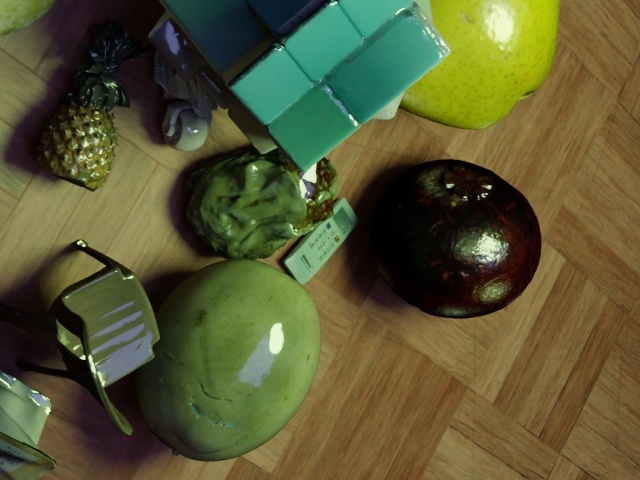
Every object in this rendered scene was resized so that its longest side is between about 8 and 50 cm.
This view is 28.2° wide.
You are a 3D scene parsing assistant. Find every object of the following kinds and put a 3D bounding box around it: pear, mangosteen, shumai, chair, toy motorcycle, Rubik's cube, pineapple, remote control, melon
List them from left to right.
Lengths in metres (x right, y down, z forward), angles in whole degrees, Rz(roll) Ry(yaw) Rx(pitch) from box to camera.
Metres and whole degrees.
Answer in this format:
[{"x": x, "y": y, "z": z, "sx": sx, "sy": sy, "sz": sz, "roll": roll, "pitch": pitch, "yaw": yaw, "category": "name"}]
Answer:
[{"x": -0.331, "y": -0.202, "z": 1.848, "sx": 0.125, "sy": 0.125, "sz": 0.251, "roll": 26, "pitch": 77, "yaw": -37, "category": "pineapple"}, {"x": -0.307, "y": 0.133, "z": 1.792, "sx": 0.183, "sy": 0.326, "sz": 0.175, "roll": -32, "pitch": 118, "yaw": -28, "category": "chair"}, {"x": -0.192, "y": -0.261, "z": 1.937, "sx": 0.112, "sy": 0.112, "sz": 0.254, "roll": 0, "pitch": 98, "yaw": -37, "category": "toy motorcycle"}, {"x": -0.145, "y": 0.189, "z": 1.963, "sx": 0.268, "sy": 0.268, "sz": 0.330, "roll": 30, "pitch": 87, "yaw": -37, "category": "melon"}, {"x": -0.065, "y": -0.060, "z": 2.012, "sx": 0.256, "sy": 0.218, "sz": 0.189, "roll": -27, "pitch": 109, "yaw": -34, "category": "shumai"}, {"x": -0.017, "y": -0.316, "z": 1.803, "sx": 0.387, "sy": 0.368, "sz": 0.358, "roll": -38, "pitch": 113, "yaw": 3, "category": "Rubik's cube"}, {"x": 0.000, "y": 0.000, "z": 2.184, "sx": 0.162, "sy": 0.029, "sz": 0.061, "roll": -49, "pitch": 125, "yaw": -25, "category": "remote control"}, {"x": 0.200, "y": -0.382, "z": 2.059, "sx": 0.362, "sy": 0.362, "sz": 0.418, "roll": -31, "pitch": 90, "yaw": -29, "category": "pear"}, {"x": 0.226, "y": 0.010, "z": 2.202, "sx": 0.297, "sy": 0.297, "sz": 0.293, "roll": 4, "pitch": 127, "yaw": -37, "category": "mangosteen"}]

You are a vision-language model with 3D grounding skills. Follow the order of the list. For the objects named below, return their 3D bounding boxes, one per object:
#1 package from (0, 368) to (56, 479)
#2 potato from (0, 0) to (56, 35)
[{"x": -0.536, "y": 0.223, "z": 1.771, "sx": 0.311, "sy": 0.221, "sz": 0.165, "roll": 40, "pitch": 35, "yaw": -33, "category": "package"}, {"x": -0.469, "y": -0.390, "z": 1.697, "sx": 0.299, "sy": 0.116, "sz": 0.239, "roll": -11, "pitch": 119, "yaw": -52, "category": "potato"}]
